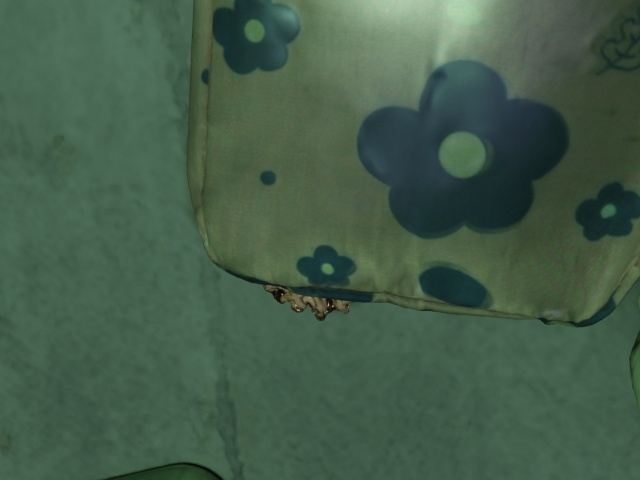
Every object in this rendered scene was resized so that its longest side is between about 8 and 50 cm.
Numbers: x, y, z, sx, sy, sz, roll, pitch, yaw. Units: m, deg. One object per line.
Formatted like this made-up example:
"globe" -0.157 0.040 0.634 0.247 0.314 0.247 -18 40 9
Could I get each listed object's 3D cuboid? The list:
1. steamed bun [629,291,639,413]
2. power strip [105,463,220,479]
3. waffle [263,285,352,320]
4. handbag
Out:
"steamed bun" 0.228 0.040 0.267 0.268 0.207 0.280 38 118 22
"power strip" -0.179 0.205 0.618 0.286 0.048 0.080 -18 108 15
"waffle" 0.000 0.000 0.525 0.075 0.029 0.083 28 108 -4
"handbag" 0.056 -0.114 0.389 0.190 0.193 0.251 7 111 5
